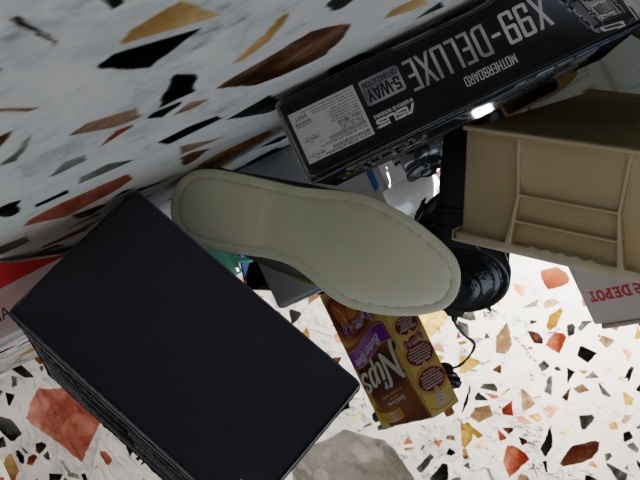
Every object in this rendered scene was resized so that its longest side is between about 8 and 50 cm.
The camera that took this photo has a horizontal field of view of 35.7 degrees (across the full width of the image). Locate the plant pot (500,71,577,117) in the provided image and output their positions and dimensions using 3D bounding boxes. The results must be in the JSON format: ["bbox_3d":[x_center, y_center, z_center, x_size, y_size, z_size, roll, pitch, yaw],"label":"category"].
[{"bbox_3d":[0.239,-0.198,1.115,0.081,0.081,0.083,-27,-177,46],"label":"plant pot"}]

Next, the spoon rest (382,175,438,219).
[{"bbox_3d":[0.147,-0.056,1.588,0.137,0.084,0.276,-35,160,19],"label":"spoon rest"}]

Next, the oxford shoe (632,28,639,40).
[{"bbox_3d":[0.366,-0.258,0.878,0.147,0.140,0.397,7,175,-14],"label":"oxford shoe"}]

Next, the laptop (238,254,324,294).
[{"bbox_3d":[0.035,-0.010,2.083,0.382,0.236,0.408,4,144,-11],"label":"laptop"}]

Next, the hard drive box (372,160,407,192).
[{"bbox_3d":[0.047,-0.083,1.709,0.232,0.089,0.181,-26,178,30],"label":"hard drive box"}]

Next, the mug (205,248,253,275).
[{"bbox_3d":[-0.191,0.028,1.550,0.158,0.097,0.129,-25,178,-37],"label":"mug"}]

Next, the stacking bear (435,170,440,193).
[{"bbox_3d":[0.154,-0.089,2.119,0.289,0.175,0.164,-10,146,-48],"label":"stacking bear"}]

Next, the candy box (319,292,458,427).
[{"bbox_3d":[0.082,0.129,1.209,0.053,0.186,0.109,-25,178,-34],"label":"candy box"}]

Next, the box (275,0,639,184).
[{"bbox_3d":[0.123,-0.148,0.918,0.308,0.076,0.242,-25,179,6],"label":"box"}]

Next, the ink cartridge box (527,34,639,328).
[{"bbox_3d":[0.420,-0.100,1.342,0.166,0.394,0.285,-24,179,-18],"label":"ink cartridge box"}]

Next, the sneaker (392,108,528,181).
[{"bbox_3d":[0.184,-0.150,1.395,0.153,0.101,0.268,-22,176,-13],"label":"sneaker"}]

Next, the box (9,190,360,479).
[{"bbox_3d":[-0.139,0.144,1.048,0.182,0.296,0.294,-48,174,-18],"label":"box"}]

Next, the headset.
[{"bbox_3d":[0.150,0.010,1.263,0.185,0.394,0.243,4,-162,11],"label":"headset"}]

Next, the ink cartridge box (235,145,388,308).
[{"bbox_3d":[-0.007,-0.026,1.254,0.168,0.171,0.232,-25,179,-1],"label":"ink cartridge box"}]

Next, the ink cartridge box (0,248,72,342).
[{"bbox_3d":[-0.397,0.094,1.159,0.296,0.066,0.261,-26,179,17],"label":"ink cartridge box"}]

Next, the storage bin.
[{"bbox_3d":[0.316,-0.063,1.002,0.260,0.123,0.262,15,-156,40],"label":"storage bin"}]

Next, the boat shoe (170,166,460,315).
[{"bbox_3d":[0.001,-0.004,1.007,0.305,0.109,0.091,18,-174,16],"label":"boat shoe"}]

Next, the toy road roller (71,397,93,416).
[{"bbox_3d":[-0.345,0.155,1.723,0.241,0.202,0.330,-12,-170,43],"label":"toy road roller"}]
